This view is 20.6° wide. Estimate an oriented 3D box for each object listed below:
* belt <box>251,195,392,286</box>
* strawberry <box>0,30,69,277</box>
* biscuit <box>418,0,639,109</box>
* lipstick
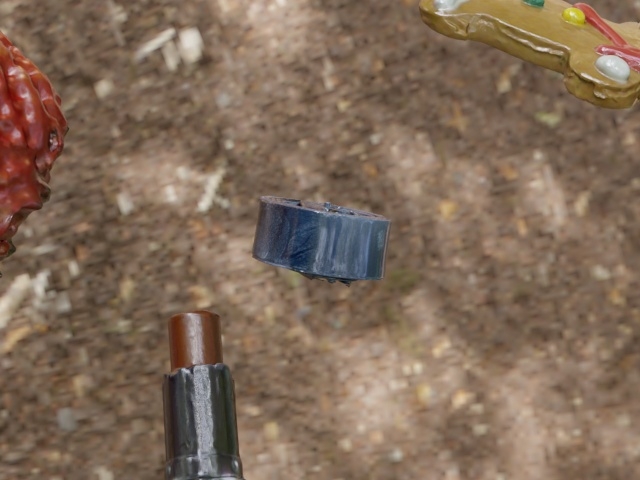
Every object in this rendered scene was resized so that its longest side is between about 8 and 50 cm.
[{"bbox_3d":[0.000,0.000,1.863,0.141,0.190,0.082,9,94,-14],"label":"belt"},{"bbox_3d":[-0.407,-0.076,1.447,0.351,0.312,0.267,27,40,-39],"label":"strawberry"},{"bbox_3d":[0.275,-0.187,1.683,0.216,0.340,0.047,-33,145,-54],"label":"biscuit"},{"bbox_3d":[-0.103,0.208,1.549,0.081,0.081,0.299,10,67,-43],"label":"lipstick"}]
